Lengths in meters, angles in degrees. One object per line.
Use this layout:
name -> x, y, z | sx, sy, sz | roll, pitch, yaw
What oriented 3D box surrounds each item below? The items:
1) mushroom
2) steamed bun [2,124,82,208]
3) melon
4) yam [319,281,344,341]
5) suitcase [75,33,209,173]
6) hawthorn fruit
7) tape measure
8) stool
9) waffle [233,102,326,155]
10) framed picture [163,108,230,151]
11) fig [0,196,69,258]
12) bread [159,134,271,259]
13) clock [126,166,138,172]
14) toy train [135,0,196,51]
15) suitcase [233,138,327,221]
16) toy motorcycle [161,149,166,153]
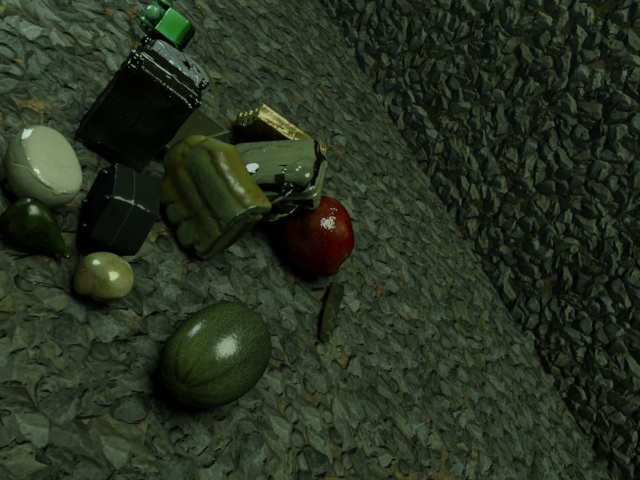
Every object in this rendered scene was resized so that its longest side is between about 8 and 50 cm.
mushroom -> -0.522, 0.090, 1.471 | 0.148, 0.112, 0.148 | 21, 24, -10
steamed bun -> -0.692, -0.175, 1.504 | 0.177, 0.130, 0.228 | 24, 39, -54
melon -> -0.255, 0.284, 1.505 | 0.237, 0.237, 0.301 | 53, 35, 2
yam -> 0.036, 0.241, 2.107 | 0.061, 0.061, 0.274 | 42, 33, -17
suitcase -> -0.512, -0.377, 1.750 | 0.229, 0.335, 0.152 | 36, 30, -24
hawthorn fruit -> 0.000, 0.000, 2.133 | 0.307, 0.265, 0.265 | 63, 25, -26
tape measure -> -0.498, -0.606, 2.210 | 0.236, 0.120, 0.197 | 51, 21, 12
stool -> -0.516, -0.076, 1.555 | 0.141, 0.232, 0.232 | 25, 40, -37
waffle -> -0.159, -0.385, 2.279 | 0.304, 0.078, 0.348 | 30, -7, -25
framed picture -> -0.488, -0.398, 2.040 | 0.247, 0.022, 0.335 | 37, 30, 9
fig -> -0.658, -0.022, 1.426 | 0.177, 0.117, 0.117 | 51, 25, -42
bread -> -0.323, -0.147, 1.808 | 0.341, 0.300, 0.210 | 54, 29, 12
clock -> -0.545, -0.143, 1.752 | 0.101, 0.041, 0.135 | 35, 36, -26
toy train -> -0.563, -0.803, 2.255 | 0.188, 0.132, 0.243 | 37, 6, -11
suitcase -> -0.160, -0.203, 2.028 | 0.339, 0.351, 0.194 | -80, 163, -49
toy motorcycle -> -0.439, -0.240, 1.967 | 0.205, 0.076, 0.114 | 55, 24, 3
